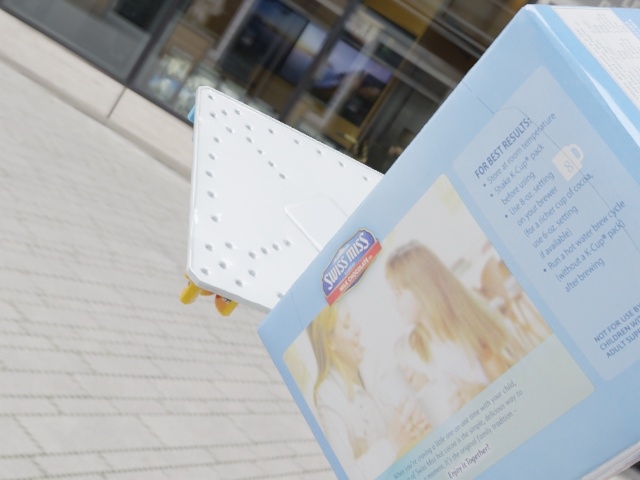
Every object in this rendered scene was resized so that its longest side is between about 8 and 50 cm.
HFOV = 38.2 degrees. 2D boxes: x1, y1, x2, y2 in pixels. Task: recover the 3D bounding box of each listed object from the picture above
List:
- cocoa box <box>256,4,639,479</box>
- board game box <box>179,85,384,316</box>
[{"bbox_3d":[0.160,0.042,0.635,0.228,0.347,0.231,-11,61,-42],"label":"cocoa box"},{"bbox_3d":[0.000,0.000,1.190,0.390,0.050,0.389,25,33,-24],"label":"board game box"}]
